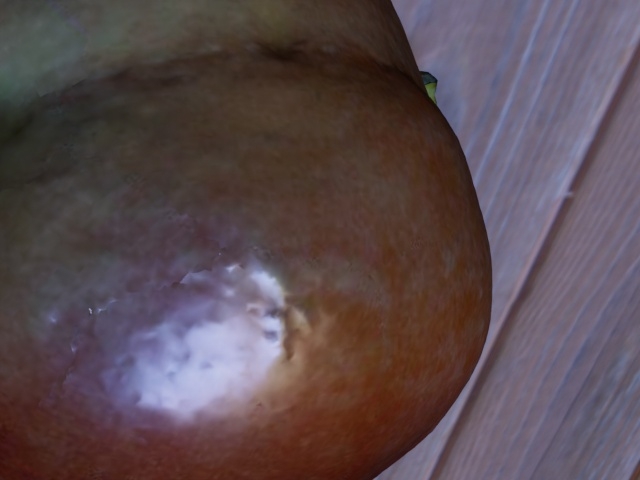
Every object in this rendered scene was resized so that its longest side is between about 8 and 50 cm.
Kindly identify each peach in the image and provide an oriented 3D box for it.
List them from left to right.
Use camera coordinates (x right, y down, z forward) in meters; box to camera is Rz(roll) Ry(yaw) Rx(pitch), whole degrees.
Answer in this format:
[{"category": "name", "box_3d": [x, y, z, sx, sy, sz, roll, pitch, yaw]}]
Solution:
[{"category": "peach", "box_3d": [-0.061, -0.010, 0.591, 0.252, 0.252, 0.252, -23, 139, -22]}]

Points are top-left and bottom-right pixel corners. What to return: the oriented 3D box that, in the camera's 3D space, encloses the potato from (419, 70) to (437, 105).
[{"category": "potato", "box_3d": [0.000, 0.000, 0.812, 0.119, 0.054, 0.198, -9, 128, -34]}]
